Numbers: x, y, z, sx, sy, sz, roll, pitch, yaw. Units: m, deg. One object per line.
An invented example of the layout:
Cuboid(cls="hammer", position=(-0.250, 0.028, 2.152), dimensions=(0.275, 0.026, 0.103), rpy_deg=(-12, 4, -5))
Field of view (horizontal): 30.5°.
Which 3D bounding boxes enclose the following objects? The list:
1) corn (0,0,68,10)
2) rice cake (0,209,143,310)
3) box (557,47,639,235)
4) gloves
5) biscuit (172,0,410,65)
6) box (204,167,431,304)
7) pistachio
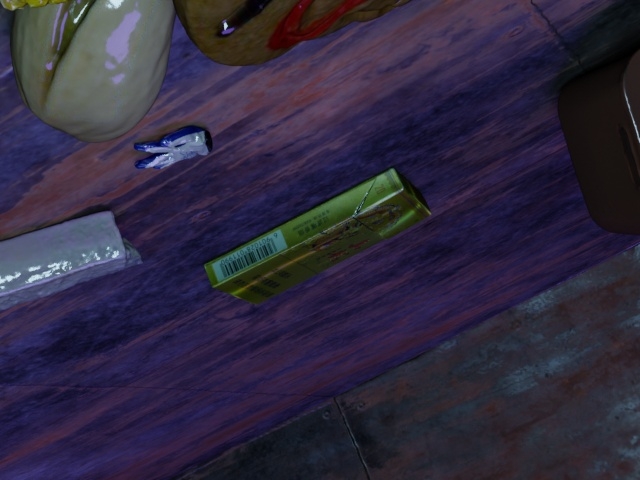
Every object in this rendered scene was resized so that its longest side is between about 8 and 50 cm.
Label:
Cuboid(cls="corn", position=(-0.098, -0.241, 0.765), dimensions=(0.321, 0.119, 0.119), rpy_deg=(-21, 163, -6))
Cuboid(cls="rice cake", position=(-0.397, 0.048, 1.322), dimensions=(0.399, 0.070, 0.064), rpy_deg=(-18, 161, -18))
Cuboid(cls="box", position=(0.505, -0.153, 1.503), dimensions=(0.339, 0.239, 0.229), rpy_deg=(-19, -176, -12))
Cuboid(cls="gloves", position=(-0.160, -0.099, 1.259), dimensions=(0.086, 0.026, 0.064), rpy_deg=(-20, 161, 5))
Cuboid(cls="biscuit", position=(0.063, -0.231, 0.796), dimensions=(0.367, 0.063, 0.314), rpy_deg=(-34, 167, -11))
Cuboid(cls="box", position=(0.000, 0.000, 1.717), dimensions=(0.311, 0.043, 0.173), rpy_deg=(-27, 162, 12))
Cuboid(cls="pistachio", position=(-0.172, -0.164, 0.908), dimensions=(0.135, 0.136, 0.226), rpy_deg=(-12, 152, -32))
